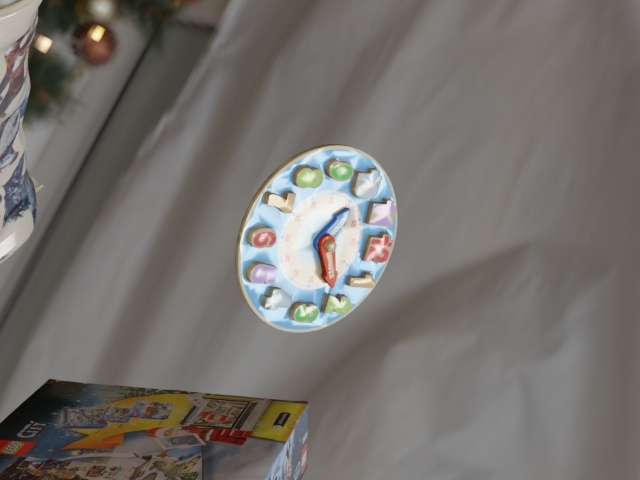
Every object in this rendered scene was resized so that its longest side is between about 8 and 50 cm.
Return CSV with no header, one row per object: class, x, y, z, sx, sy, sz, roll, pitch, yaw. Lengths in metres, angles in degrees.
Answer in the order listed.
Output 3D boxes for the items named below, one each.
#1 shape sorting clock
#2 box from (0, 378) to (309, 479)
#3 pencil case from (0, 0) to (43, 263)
shape sorting clock,0.000,0.000,1.734,0.040,0.206,0.206,26,169,44
box,-0.104,0.133,0.861,0.159,0.044,0.233,4,-166,10
pencil case,-0.354,-0.146,1.644,0.160,0.183,0.410,29,141,11
